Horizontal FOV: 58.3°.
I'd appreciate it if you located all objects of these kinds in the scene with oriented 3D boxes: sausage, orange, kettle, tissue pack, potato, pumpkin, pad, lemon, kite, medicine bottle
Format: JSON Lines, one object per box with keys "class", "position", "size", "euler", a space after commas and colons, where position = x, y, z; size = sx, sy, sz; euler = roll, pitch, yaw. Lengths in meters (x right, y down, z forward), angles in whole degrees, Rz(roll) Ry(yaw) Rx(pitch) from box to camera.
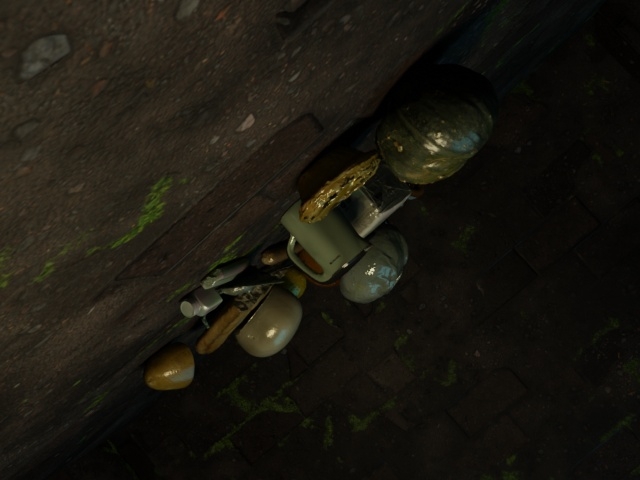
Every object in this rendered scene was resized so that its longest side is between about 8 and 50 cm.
{"class": "sausage", "position": [-0.138, 0.041, 2.111], "size": [0.066, 0.066, 0.301], "euler": [-43, 172, 21]}
{"class": "orange", "position": [0.023, 0.073, 2.479], "size": [0.264, 0.264, 0.264], "euler": [-40, 174, -5]}
{"class": "kettle", "position": [0.000, 0.000, 1.765], "size": [0.240, 0.255, 0.165], "euler": [-43, 176, 22]}
{"class": "tissue pack", "position": [0.112, -0.098, 2.033], "size": [0.356, 0.194, 0.266], "euler": [-44, 174, 40]}
{"class": "potato", "position": [-0.586, 0.485, 2.153], "size": [0.203, 0.178, 0.158], "euler": [-14, 176, 40]}
{"class": "pumpkin", "position": [0.280, -0.283, 1.444], "size": [0.291, 0.257, 0.328], "euler": [-52, 176, -40]}
{"class": "pad", "position": [0.083, -0.276, 1.479], "size": [0.112, 0.003, 0.157], "euler": [-43, 174, 26]}
{"class": "lemon", "position": [-0.158, 0.203, 2.643], "size": [0.180, 0.180, 0.193], "euler": [-35, 167, -43]}
{"class": "kite", "position": [-0.192, 0.107, 1.843], "size": [0.314, 0.011, 0.335], "euler": [-17, -166, -22]}
{"class": "medicine bottle", "position": [-0.357, 0.183, 1.704], "size": [0.055, 0.074, 0.118], "euler": [-43, 174, 32]}

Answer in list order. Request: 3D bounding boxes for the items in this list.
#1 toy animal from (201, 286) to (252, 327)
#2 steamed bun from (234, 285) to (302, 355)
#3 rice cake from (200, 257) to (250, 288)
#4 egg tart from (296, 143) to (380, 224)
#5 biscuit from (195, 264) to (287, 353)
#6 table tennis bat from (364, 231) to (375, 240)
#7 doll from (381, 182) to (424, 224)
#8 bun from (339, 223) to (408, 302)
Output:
{"class": "toy animal", "position": [-0.312, 0.179, 1.938], "size": [0.253, 0.079, 0.070], "euler": [-40, 153, -20]}
{"class": "steamed bun", "position": [-0.208, 0.353, 2.446], "size": [0.324, 0.206, 0.324], "euler": [-49, -171, 10]}
{"class": "rice cake", "position": [-0.281, 0.099, 1.733], "size": [0.080, 0.042, 0.222], "euler": [-37, 175, 16]}
{"class": "egg tart", "position": [0.038, -0.157, 1.493], "size": [0.288, 0.118, 0.288], "euler": [-40, 173, -6]}
{"class": "biscuit", "position": [-0.335, 0.273, 2.298], "size": [0.446, 0.104, 0.429], "euler": [-47, -179, 36]}
{"class": "table tennis bat", "position": [0.119, 0.043, 2.079], "size": [0.150, 0.027, 0.236], "euler": [-38, 173, -41]}
{"class": "doll", "position": [0.242, -0.195, 2.284], "size": [0.317, 0.209, 0.340], "euler": [-2, 155, -22]}
{"class": "bun", "position": [0.225, 0.099, 2.305], "size": [0.362, 0.211, 0.362], "euler": [-60, 170, -18]}
